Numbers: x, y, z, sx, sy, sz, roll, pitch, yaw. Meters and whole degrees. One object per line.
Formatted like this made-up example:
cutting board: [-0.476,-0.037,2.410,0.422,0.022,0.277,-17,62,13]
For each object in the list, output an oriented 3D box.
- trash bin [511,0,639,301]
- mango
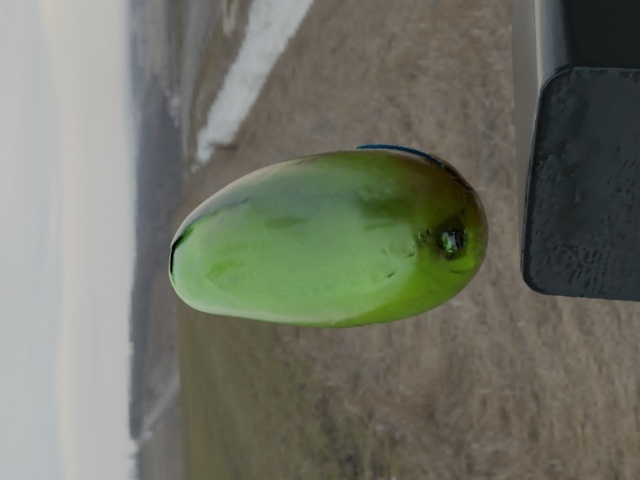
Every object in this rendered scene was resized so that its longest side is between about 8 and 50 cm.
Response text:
trash bin: [0.164,-0.098,0.654,0.225,0.115,0.165,-79,-10,-46]
mango: [0.000,0.000,0.741,0.233,0.125,0.111,-10,86,42]
